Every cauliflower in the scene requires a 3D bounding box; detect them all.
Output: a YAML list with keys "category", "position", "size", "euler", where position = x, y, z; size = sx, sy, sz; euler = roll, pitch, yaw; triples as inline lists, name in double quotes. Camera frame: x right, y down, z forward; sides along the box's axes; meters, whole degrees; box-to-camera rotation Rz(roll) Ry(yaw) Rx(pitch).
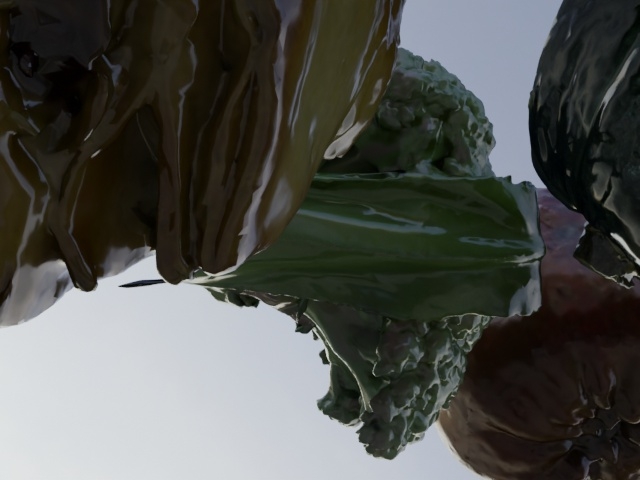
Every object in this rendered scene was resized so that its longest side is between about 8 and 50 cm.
- category: "cauliflower"
  position: [0.000, 0.000, 0.862]
  size: [0.239, 0.315, 0.256]
  euler: [57, -49, 38]

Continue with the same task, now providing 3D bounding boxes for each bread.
- category: "bread"
  position: [-0.054, -0.131, 0.522]
  size: [0.192, 0.370, 0.314]
  euler: [10, -72, 23]

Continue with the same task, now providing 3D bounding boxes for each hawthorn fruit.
- category: "hawthorn fruit"
  position: [0.201, 0.082, 1.075]
  size: [0.258, 0.262, 0.258]
  euler: [5, -70, 14]

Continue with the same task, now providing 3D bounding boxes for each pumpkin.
- category: "pumpkin"
  position: [0.272, -0.047, 0.725]
  size: [0.263, 0.293, 0.197]
  euler: [-51, -146, 8]
